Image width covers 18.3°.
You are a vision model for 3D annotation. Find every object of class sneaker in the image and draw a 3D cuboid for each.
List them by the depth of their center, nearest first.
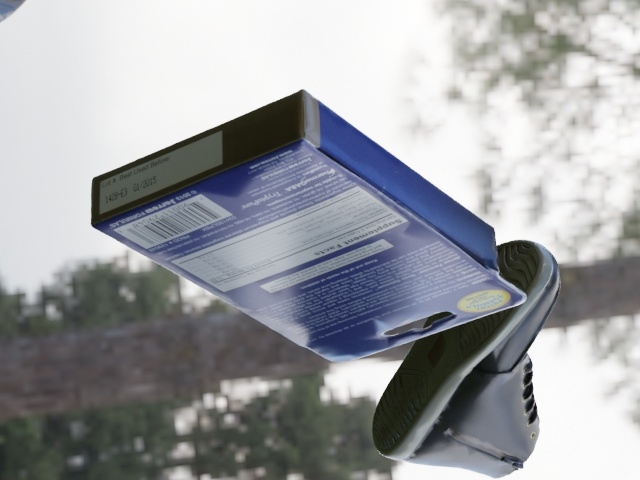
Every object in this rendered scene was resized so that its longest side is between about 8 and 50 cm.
[{"bbox_3d":[0.142,0.092,1.540,0.222,0.118,0.083,-54,-147,32],"label":"sneaker"}]

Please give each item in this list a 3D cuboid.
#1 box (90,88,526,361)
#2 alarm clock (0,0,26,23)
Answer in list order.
[{"bbox_3d":[0.000,0.000,1.073,0.136,0.225,0.036,-21,-124,28],"label":"box"},{"bbox_3d":[-0.236,-0.223,1.357,0.129,0.064,0.192,33,-79,27],"label":"alarm clock"}]
